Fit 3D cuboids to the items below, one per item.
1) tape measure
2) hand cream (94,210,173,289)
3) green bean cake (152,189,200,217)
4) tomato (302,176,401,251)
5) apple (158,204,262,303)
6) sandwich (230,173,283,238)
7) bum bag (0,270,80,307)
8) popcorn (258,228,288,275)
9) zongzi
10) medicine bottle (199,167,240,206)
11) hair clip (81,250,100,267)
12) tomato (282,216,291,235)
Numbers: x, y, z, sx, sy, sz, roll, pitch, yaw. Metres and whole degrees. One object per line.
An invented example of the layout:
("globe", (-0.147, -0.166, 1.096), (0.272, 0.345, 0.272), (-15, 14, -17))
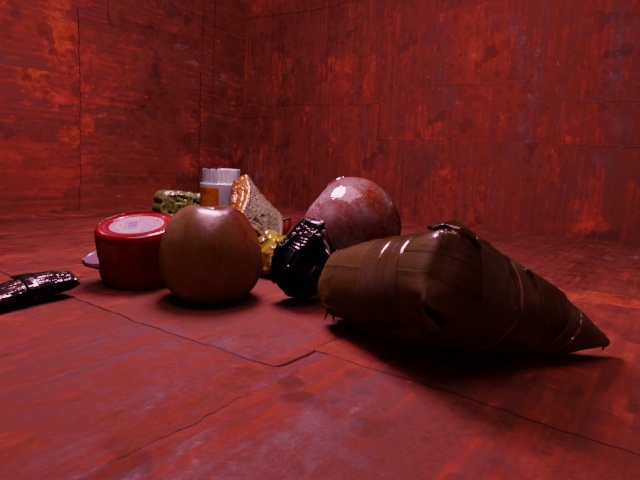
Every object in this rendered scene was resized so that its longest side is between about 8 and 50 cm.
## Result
("tape measure", (-0.029, 0.064, 1.250), (0.186, 0.199, 0.112), (-48, 38, -15))
("hand cream", (-0.493, 0.020, 1.360), (0.230, 0.149, 0.230), (-1, 24, 0))
("green bean cake", (-0.531, -0.084, 1.964), (0.248, 0.222, 0.125), (-1, 7, -40))
("tomato", (0.086, -0.031, 1.488), (0.282, 0.317, 0.316), (34, 22, 23))
("apple", (-0.270, 0.030, 1.242), (0.256, 0.234, 0.257), (5, 7, -1))
("sandwich", (-0.228, -0.081, 1.804), (0.087, 0.226, 0.251), (-15, -42, 25))
("bum bag", (-0.675, 0.109, 1.137), (0.102, 0.069, 0.248), (23, 17, 20))
("popcorn", (-0.128, 0.044, 1.532), (0.173, 0.142, 0.173), (10, -8, 1))
("zongzi", (0.247, 0.149, 1.050), (0.467, 0.218, 0.500), (30, -19, -25))
("medicine bottle", (-0.373, -0.113, 1.868), (0.158, 0.318, 0.158), (3, 9, -1))
("hair clip", (-0.594, 0.052, 1.556), (0.358, 0.110, 0.096), (0, -32, 12))
("tomato", (-0.226, -0.038, 2.119), (0.199, 0.112, 0.228), (-2, 7, 22))
